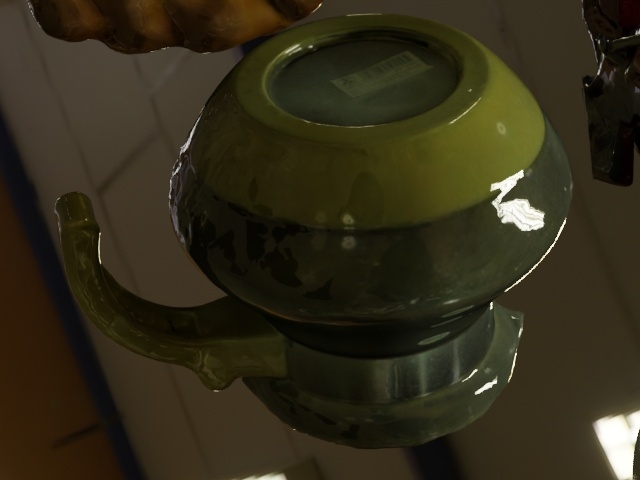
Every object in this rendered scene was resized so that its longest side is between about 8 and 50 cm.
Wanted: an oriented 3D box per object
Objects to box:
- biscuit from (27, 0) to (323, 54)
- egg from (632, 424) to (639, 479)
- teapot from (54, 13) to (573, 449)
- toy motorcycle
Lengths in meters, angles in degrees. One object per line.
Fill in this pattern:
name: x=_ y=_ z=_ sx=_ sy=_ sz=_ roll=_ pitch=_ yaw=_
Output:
biscuit: x=-0.092 y=-0.278 z=0.949 sx=0.107 sy=0.326 sz=0.325 roll=-113 pitch=-164 yaw=-58
egg: x=0.258 y=0.133 z=0.819 sx=0.231 sy=0.168 sz=0.168 roll=-49 pitch=126 yaw=-71
teapot: x=0.000 y=0.000 z=0.487 sx=0.130 sy=0.166 sz=0.119 roll=-114 pitch=-164 yaw=-53
toy motorcycle: x=0.174 y=-0.097 z=0.781 sx=0.213 sy=0.082 sz=0.122 roll=-98 pitch=-175 yaw=-45
